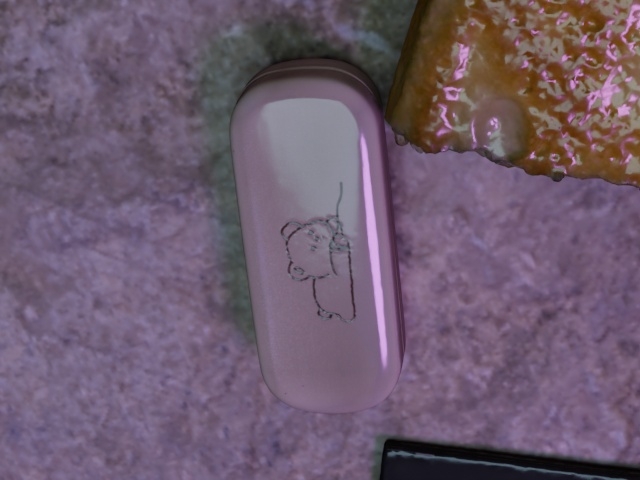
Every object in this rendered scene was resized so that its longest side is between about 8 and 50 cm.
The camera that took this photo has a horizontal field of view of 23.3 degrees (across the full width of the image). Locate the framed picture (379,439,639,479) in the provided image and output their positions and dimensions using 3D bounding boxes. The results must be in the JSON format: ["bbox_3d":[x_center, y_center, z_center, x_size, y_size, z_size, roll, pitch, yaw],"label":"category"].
[{"bbox_3d":[0.195,0.251,0.942,0.338,0.014,0.255,6,114,7],"label":"framed picture"}]

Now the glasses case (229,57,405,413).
[{"bbox_3d":[0.000,0.000,0.845,0.083,0.050,0.196,-5,112,8],"label":"glasses case"}]

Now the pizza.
[{"bbox_3d":[0.188,-0.087,0.772,0.287,0.075,0.280,38,117,-10],"label":"pizza"}]
